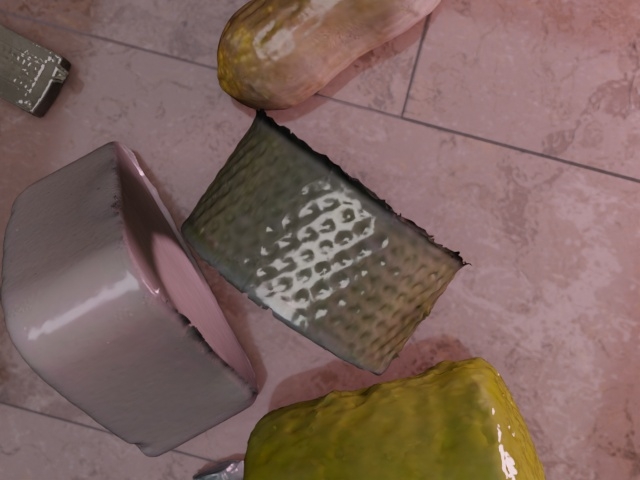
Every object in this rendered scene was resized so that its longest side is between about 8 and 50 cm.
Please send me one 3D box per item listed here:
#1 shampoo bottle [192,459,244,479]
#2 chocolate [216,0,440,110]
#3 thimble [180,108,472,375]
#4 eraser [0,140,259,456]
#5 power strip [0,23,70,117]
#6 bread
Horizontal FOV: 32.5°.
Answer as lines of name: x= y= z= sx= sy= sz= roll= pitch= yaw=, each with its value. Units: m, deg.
shampoo bottle: x=-0.082 y=0.353 z=1.221 sx=0.072 sy=0.049 sz=0.213 roll=-21 pitch=88 yaw=10
chocolate: x=0.020 y=-0.254 z=1.191 sx=0.309 sy=0.134 sz=0.134 roll=-35 pitch=89 yaw=5
thimble: x=0.000 y=0.000 z=1.118 sx=0.270 sy=0.271 sz=0.150 roll=36 pitch=93 yaw=2
eraser: x=-0.191 y=0.087 z=1.147 sx=0.149 sy=0.331 sz=0.331 roll=-31 pitch=89 yaw=2
power strip: x=-0.367 y=-0.207 z=1.240 sx=0.175 sy=0.042 sz=0.075 roll=29 pitch=90 yaw=3
bread: x=0.079 y=0.297 z=1.083 sx=0.307 sy=0.348 sz=0.348 roll=-8 pitch=89 yaw=9
